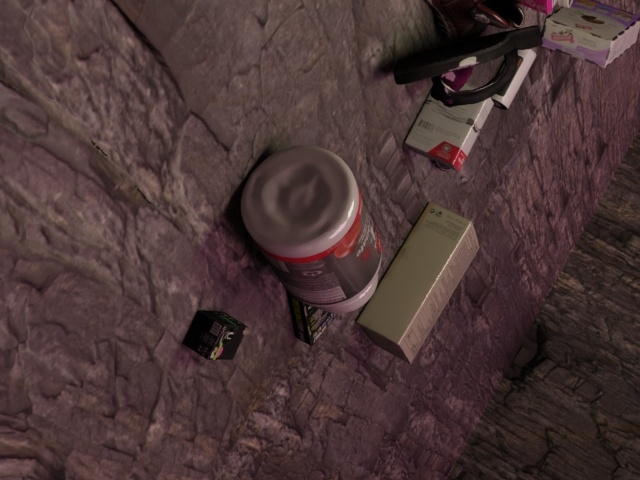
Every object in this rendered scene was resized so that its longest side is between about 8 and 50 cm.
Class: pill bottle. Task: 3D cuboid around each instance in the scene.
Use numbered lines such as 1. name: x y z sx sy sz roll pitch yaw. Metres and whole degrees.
1. pill bottle: 0.000 0.000 1.666 0.176 0.176 0.318 -56 156 -14

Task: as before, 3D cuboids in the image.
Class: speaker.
1. speaker: 0.410 -0.352 2.287 0.136 0.055 0.055 -61 157 -2

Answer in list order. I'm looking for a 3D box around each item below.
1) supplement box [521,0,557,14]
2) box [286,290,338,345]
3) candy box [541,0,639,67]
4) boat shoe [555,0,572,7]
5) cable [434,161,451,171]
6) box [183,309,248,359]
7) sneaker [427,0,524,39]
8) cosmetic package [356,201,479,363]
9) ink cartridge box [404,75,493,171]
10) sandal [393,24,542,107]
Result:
1. supplement box: 0.443 -0.566 2.056 0.220 0.111 0.114 -56 156 -14
2. box: 0.016 0.073 1.945 0.191 0.045 0.184 -50 151 -25
3. candy box: 0.624 -0.483 2.451 0.196 0.165 0.070 -37 144 -45
4. boat shoe: 0.555 -0.617 2.262 0.267 0.088 0.096 -60 156 -6
5. cable: 0.274 -0.220 2.174 0.150 0.047 0.184 -57 159 -2
6. box: -0.161 0.147 1.645 0.062 0.052 0.083 -63 158 5
7. sneaker: 0.288 -0.393 1.854 0.106 0.162 0.281 -65 156 5
8. cosmetic package: 0.214 0.092 2.288 0.309 0.113 0.160 -57 156 -12
9. ink cartridge box: 0.245 -0.223 2.015 0.150 0.109 0.063 -62 156 -1
10. sandal: 0.287 -0.307 1.901 0.445 0.167 0.107 -26 107 -51
